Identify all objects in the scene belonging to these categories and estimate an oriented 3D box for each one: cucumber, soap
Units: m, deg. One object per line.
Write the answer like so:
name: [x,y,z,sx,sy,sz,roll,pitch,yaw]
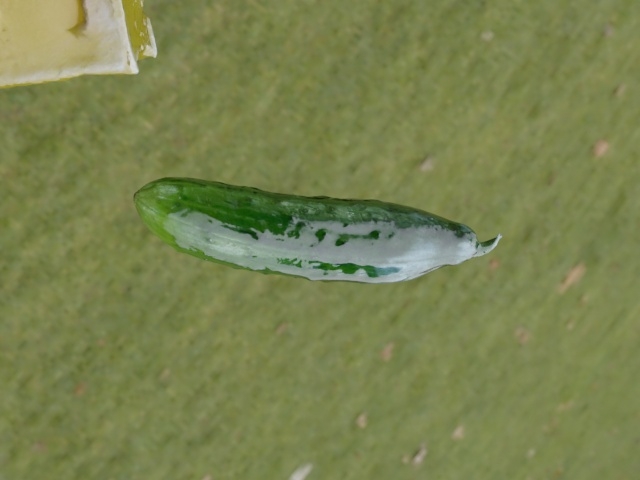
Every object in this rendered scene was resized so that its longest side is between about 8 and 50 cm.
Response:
cucumber: [0.000,0.000,0.603,0.155,0.037,0.037,7,131,-16]
soap: [-0.321,-0.231,1.337,0.091,0.315,0.199,-71,155,-68]
